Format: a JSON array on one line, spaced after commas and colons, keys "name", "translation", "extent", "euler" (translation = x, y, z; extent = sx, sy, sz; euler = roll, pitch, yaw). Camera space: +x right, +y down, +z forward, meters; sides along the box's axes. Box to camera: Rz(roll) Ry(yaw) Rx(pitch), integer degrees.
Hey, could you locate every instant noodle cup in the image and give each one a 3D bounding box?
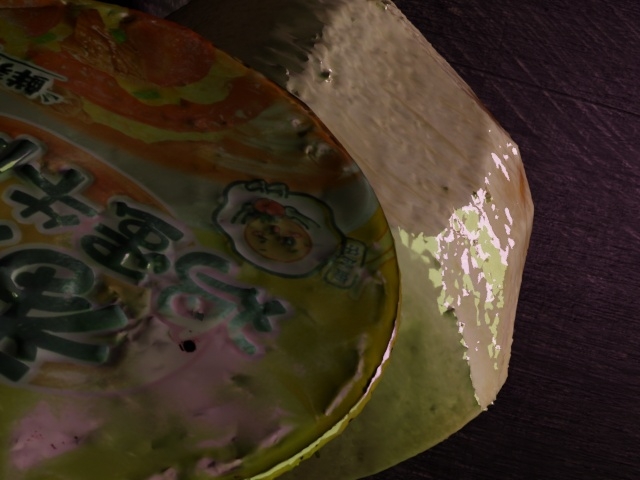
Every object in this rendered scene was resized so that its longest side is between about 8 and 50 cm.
[{"name": "instant noodle cup", "translation": [-0.121, 0.052, 0.430], "extent": [0.264, 0.264, 0.200], "euler": [-72, -175, -50]}]

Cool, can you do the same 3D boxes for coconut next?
[{"name": "coconut", "translation": [0.000, 0.000, 0.846], "extent": [0.415, 0.345, 0.415], "euler": [3, 86, -49]}]
